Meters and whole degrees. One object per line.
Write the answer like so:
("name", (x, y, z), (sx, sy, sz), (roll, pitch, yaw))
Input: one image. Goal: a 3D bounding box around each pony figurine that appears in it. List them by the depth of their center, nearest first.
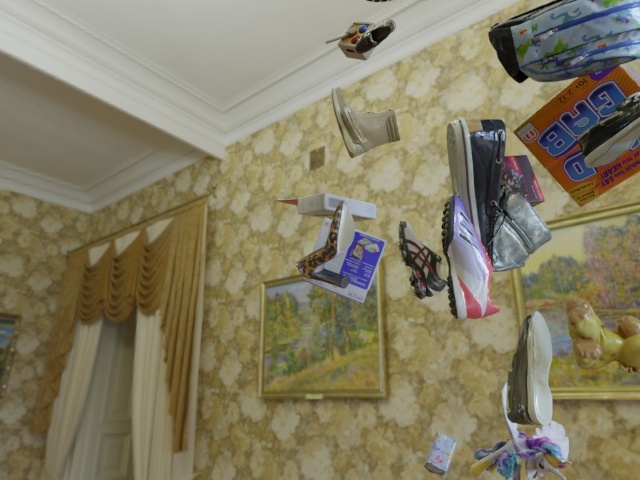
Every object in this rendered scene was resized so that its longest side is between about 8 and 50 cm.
("pony figurine", (0.686, 0.724, 1.594), (0.303, 0.351, 0.363), (35, -59, -3))

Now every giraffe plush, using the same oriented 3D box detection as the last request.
("giraffe plush", (0.664, 0.232, 1.056), (0.171, 0.210, 0.181), (-9, 7, 24))

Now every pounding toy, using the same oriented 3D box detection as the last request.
("pounding toy", (0.121, -0.734, 1.702), (0.141, 0.130, 0.100), (31, -5, 43))

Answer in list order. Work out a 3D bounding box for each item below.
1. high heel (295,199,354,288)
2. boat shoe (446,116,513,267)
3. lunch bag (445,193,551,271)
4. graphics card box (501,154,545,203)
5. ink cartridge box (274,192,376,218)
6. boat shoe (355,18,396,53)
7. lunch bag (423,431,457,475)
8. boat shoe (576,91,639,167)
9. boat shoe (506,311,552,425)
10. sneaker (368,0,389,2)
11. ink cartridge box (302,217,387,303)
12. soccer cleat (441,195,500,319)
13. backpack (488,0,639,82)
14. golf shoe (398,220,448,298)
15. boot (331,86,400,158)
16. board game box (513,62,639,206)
("high heel", (0.000, 0.000, 1.341), (0.186, 0.260, 0.093), (16, 23, 33))
("boat shoe", (0.464, -0.110, 1.326), (0.156, 0.499, 0.186), (-11, 24, 4))
("lunch bag", (0.593, 0.004, 1.625), (0.256, 0.212, 0.305), (-37, 3, -9))
("graphics card box", (0.765, -0.242, 1.993), (0.372, 0.232, 0.094), (-7, -16, -24))
("ink cartridge box", (0.020, -0.114, 1.757), (0.261, 0.066, 0.297), (-5, -8, 42))
("boat shoe", (0.165, -0.639, 1.467), (0.152, 0.049, 0.056), (-28, -71, 38))
("lunch bag", (0.255, 0.457, 0.993), (0.053, 0.071, 0.083), (23, -31, 15))
("boat shoe", (0.691, -0.274, 1.036), (0.115, 0.091, 0.302), (-8, -20, -21))
("boat shoe", (0.535, 0.324, 1.206), (0.109, 0.304, 0.091), (36, -38, -23))
("sneaker", (0.204, -0.768, 1.400), (0.282, 0.162, 0.106), (7, -64, -4))
("ink cartridge box", (0.073, 0.061, 1.429), (0.207, 0.208, 0.045), (21, 3, 9))
("soccer cleat", (0.376, 0.039, 1.183), (0.117, 0.317, 0.108), (-5, -11, 8))
("backpack", (0.679, -0.545, 1.245), (0.356, 0.273, 0.290), (-26, -4, 32))
("golf shoe", (0.333, 0.056, 1.547), (0.120, 0.272, 0.105), (-16, -16, 1))
("boot", (0.158, -0.445, 1.654), (0.204, 0.261, 0.095), (-19, -5, 6))
("board game box", (0.970, -0.403, 1.632), (0.356, 0.356, 0.356), (-44, -5, 40))
